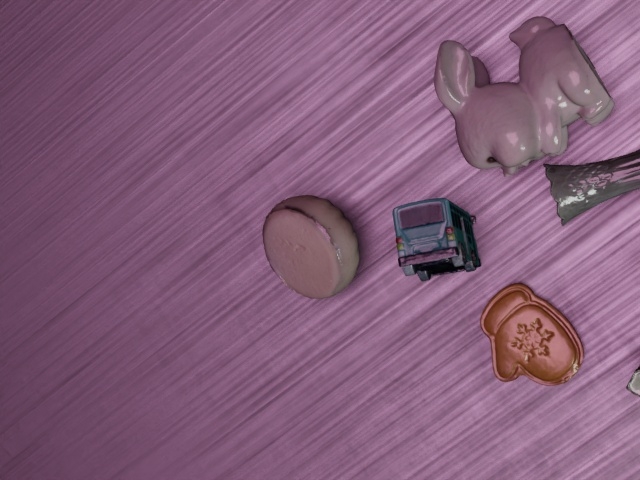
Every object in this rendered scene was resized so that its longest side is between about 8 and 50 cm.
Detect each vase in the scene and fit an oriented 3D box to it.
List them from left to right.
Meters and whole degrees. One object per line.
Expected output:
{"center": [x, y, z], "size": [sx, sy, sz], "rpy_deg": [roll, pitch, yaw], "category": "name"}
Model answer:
{"center": [0.354, -0.076, 1.720], "size": [0.149, 0.081, 0.081], "rpy_deg": [-17, 88, 12], "category": "vase"}

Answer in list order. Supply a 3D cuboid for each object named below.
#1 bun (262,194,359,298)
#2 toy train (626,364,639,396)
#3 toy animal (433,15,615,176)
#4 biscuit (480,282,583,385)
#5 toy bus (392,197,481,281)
{"center": [0.000, 0.000, 1.810], "size": [0.138, 0.094, 0.138], "rpy_deg": [24, 129, 33], "category": "bun"}
{"center": [0.485, 0.069, 1.649], "size": [0.129, 0.159, 0.326], "rpy_deg": [29, 103, 15], "category": "toy train"}
{"center": [0.246, -0.180, 1.717], "size": [0.193, 0.127, 0.178], "rpy_deg": [-23, 84, 16], "category": "toy animal"}
{"center": [0.260, 0.130, 1.778], "size": [0.140, 0.023, 0.118], "rpy_deg": [38, 100, 10], "category": "biscuit"}
{"center": [0.144, -0.003, 1.738], "size": [0.079, 0.160, 0.091], "rpy_deg": [-11, 80, 16], "category": "toy bus"}
